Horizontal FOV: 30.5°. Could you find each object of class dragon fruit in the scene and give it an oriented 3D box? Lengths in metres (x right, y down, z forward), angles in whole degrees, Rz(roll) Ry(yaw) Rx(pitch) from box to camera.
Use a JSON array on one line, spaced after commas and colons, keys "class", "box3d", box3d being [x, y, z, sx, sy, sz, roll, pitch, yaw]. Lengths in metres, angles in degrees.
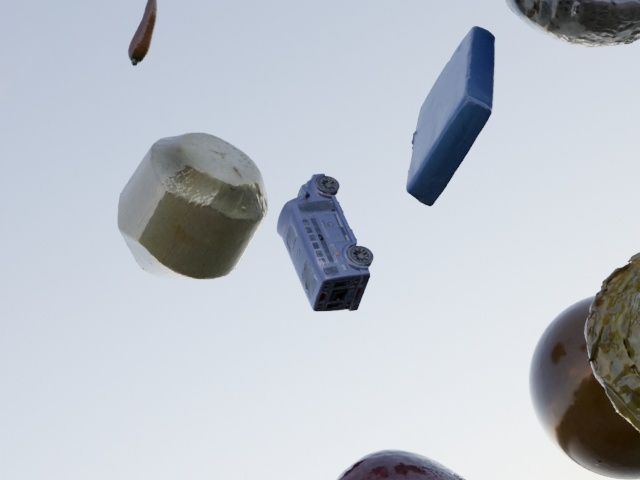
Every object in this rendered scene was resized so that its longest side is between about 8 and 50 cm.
[{"class": "dragon fruit", "box3d": [0.360, -0.387, 1.705, 0.221, 0.283, 0.204, -32, -9, -26]}]

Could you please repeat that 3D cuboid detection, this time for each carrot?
[{"class": "carrot", "box3d": [-0.293, -0.352, 1.957, 0.035, 0.035, 0.142, 62, -140, -66]}]

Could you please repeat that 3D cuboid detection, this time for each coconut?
[{"class": "coconut", "box3d": [-0.228, -0.043, 2.011, 0.237, 0.237, 0.266, -6, -41, -48]}]

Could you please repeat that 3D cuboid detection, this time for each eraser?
[{"class": "eraser", "box3d": [0.167, -0.166, 1.475, 0.144, 0.043, 0.312, -58, 6, 27]}]

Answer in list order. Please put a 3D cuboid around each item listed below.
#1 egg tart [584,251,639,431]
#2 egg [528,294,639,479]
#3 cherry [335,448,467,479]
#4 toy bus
[{"class": "egg tart", "box3d": [0.442, 0.104, 1.299, 0.295, 0.295, 0.116, -32, -33, -8]}, {"class": "egg", "box3d": [0.475, 0.230, 1.836, 0.282, 0.282, 0.351, -39, -40, 10]}, {"class": "cherry", "box3d": [0.100, 0.344, 1.287, 0.206, 0.239, 0.239, -52, -19, -19]}, {"class": "toy bus", "box3d": [0.000, 0.000, 1.343, 0.076, 0.167, 0.073, -7, -41, -22]}]
